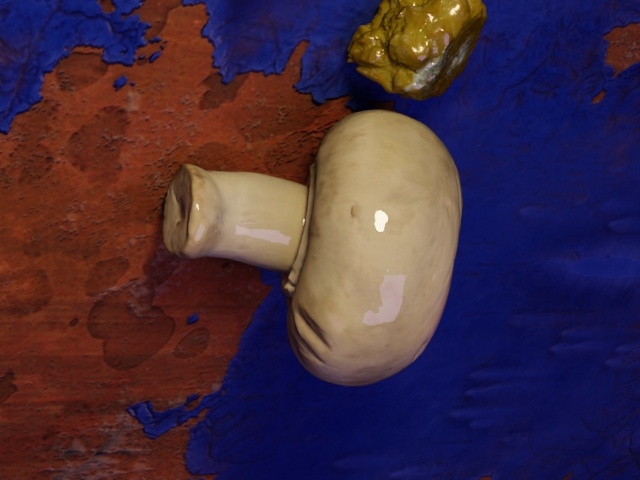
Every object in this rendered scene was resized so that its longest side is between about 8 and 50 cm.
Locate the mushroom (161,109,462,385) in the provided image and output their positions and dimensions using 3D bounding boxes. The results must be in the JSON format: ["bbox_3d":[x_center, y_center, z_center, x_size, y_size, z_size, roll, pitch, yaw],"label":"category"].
[{"bbox_3d":[0.035,0.000,2.173,0.315,0.315,0.356,-48,147,12],"label":"mushroom"}]

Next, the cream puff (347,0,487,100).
[{"bbox_3d":[0.105,-0.227,2.149,0.146,0.116,0.146,-51,161,-26],"label":"cream puff"}]
